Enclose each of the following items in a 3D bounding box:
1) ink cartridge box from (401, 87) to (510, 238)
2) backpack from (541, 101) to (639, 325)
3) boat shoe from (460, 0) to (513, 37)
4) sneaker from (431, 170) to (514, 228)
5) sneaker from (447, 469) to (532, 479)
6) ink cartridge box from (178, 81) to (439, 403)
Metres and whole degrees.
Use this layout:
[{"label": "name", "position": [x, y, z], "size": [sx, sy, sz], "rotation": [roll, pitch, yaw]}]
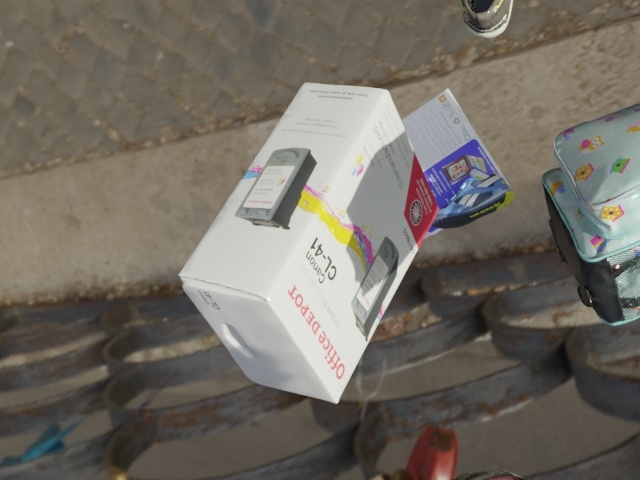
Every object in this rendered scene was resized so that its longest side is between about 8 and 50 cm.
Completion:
[{"label": "ink cartridge box", "position": [0.192, -0.125, 1.764], "size": [0.208, 0.045, 0.206], "rotation": [-33, 80, 12]}, {"label": "backpack", "position": [0.296, -0.038, 0.854], "size": [0.188, 0.166, 0.144], "rotation": [-15, 121, 5]}, {"label": "boat shoe", "position": [0.221, -0.382, 1.303], "size": [0.081, 0.068, 0.228], "rotation": [1, 82, 17]}, {"label": "sneaker", "position": [0.241, -0.065, 1.644], "size": [0.144, 0.053, 0.059], "rotation": [-23, 67, 3]}, {"label": "sneaker", "position": [0.047, 0.219, 0.727], "size": [0.162, 0.281, 0.106], "rotation": [104, 147, -69]}, {"label": "ink cartridge box", "position": [0.000, 0.000, 1.178], "size": [0.131, 0.306, 0.226], "rotation": [9, 147, 32]}]
